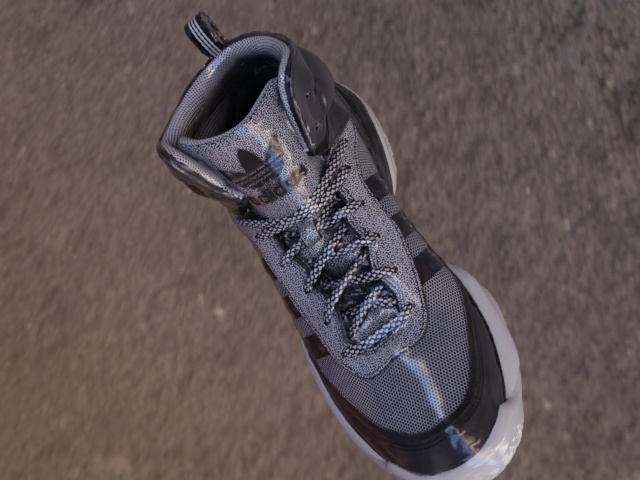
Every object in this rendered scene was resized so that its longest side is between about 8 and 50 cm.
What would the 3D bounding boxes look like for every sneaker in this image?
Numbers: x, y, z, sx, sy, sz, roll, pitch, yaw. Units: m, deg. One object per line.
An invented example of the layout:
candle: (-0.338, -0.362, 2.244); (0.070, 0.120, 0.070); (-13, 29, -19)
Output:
sneaker: (0.000, 0.000, 0.859); (0.101, 0.269, 0.153); (-35, 144, 12)
